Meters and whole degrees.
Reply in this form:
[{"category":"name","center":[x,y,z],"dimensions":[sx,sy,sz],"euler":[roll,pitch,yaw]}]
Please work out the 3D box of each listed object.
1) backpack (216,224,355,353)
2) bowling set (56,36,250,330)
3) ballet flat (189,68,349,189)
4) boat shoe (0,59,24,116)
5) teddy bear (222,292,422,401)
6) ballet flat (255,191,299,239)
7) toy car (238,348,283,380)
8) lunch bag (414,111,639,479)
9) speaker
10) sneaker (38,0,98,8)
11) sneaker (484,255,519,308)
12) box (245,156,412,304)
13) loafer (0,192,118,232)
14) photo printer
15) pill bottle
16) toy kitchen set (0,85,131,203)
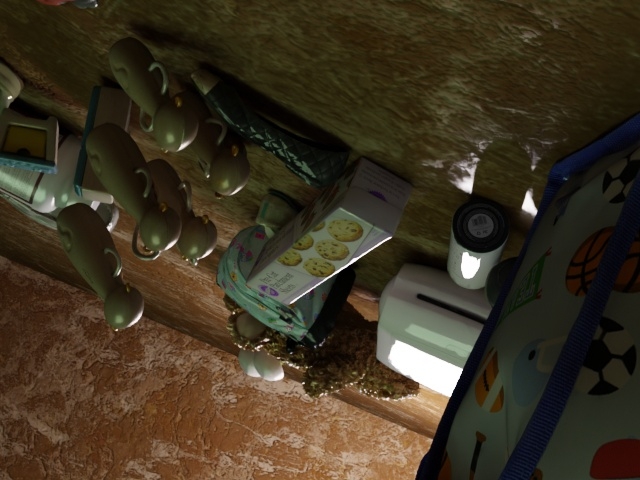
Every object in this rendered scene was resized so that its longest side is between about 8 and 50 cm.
[{"category":"backpack","center":[-0.051,0.052,1.362],"dimensions":[0.182,0.152,0.115],"euler":[31,150,-9]},{"category":"bowling set","center":[-0.129,-0.060,0.979],"dimensions":[0.154,0.199,0.287],"euler":[54,137,28]},{"category":"ballet flat","center":[-0.050,-0.113,0.936],"dimensions":[0.173,0.049,0.057],"euler":[35,-168,-16]},{"category":"boat shoe","center":[-0.472,-0.225,1.141],"dimensions":[0.104,0.089,0.285],"euler":[14,162,40]},{"category":"teddy bear","center":[-0.001,0.160,1.513],"dimensions":[0.338,0.113,0.245],"euler":[14,-159,-35]},{"category":"ballet flat","center":[-0.037,-0.007,1.260],"dimensions":[0.057,0.052,0.168],"euler":[15,163,35]},{"category":"toy car","center":[-0.087,0.192,1.965],"dimensions":[0.182,0.159,0.136],"euler":[-2,113,63]},{"category":"lunch bag","center":[0.253,0.160,0.662],"dimensions":[0.327,0.386,0.239],"euler":[25,166,-3]},{"category":"speaker","center":[0.154,0.007,0.964],"dimensions":[0.055,0.055,0.136],"euler":[22,166,12]},{"category":"sneaker","center":[-0.264,-0.242,0.689],"dimensions":[0.276,0.098,0.135],"euler":[15,163,30]},{"category":"sneaker","center":[0.281,0.054,0.880],"dimensions":[0.267,0.101,0.106],"euler":[14,149,19]},{"category":"box","center":[0.000,0.000,1.084],"dimensions":[0.067,0.063,0.324],"euler":[30,156,-12]},{"category":"loafer","center":[-0.472,-0.101,1.564],"dimensions":[0.319,0.112,0.111],"euler":[29,175,-11]},{"category":"photo printer","center":[0.194,0.135,1.261],"dimensions":[0.256,0.107,0.307],"euler":[23,166,10]},{"category":"pill bottle","center":[-0.412,-0.114,1.382],"dimensions":[0.221,0.121,0.121],"euler":[27,166,-8]},{"category":"toy kitchen set","center":[-0.317,-0.105,1.156],"dimensions":[0.166,0.122,0.207],"euler":[10,168,-10]}]
